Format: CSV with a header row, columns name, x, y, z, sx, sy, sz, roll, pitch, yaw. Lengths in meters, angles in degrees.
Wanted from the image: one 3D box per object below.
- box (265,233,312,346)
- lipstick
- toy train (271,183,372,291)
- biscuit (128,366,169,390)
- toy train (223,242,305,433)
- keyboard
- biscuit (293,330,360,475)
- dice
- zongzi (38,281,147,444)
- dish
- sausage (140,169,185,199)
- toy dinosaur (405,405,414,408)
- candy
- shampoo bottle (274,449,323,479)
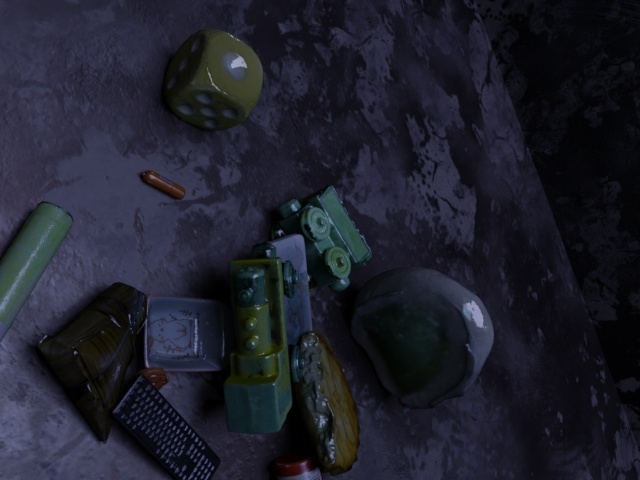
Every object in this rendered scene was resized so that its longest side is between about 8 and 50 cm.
name,x,y,z,sx,sy,sz,roll,pitch,yaw
box,-0.085,0.134,1.507,0.142,0.044,0.285,-21,113,-42
lipstick,-0.532,0.066,1.090,0.076,0.076,0.304,41,53,-32
toy train,0.000,0.000,1.619,0.272,0.159,0.188,58,41,-11
biscuit,-0.335,0.280,1.228,0.078,0.091,0.015,-3,46,-29
toy train,-0.127,0.194,1.331,0.237,0.150,0.369,-43,130,-77
keyboard,-0.295,0.390,1.237,0.101,0.018,0.310,-58,134,-37
biscuit,0.016,0.406,1.505,0.335,0.078,0.329,-75,142,-64
dice,-0.247,-0.367,1.445,0.169,0.169,0.166,26,60,-39
zongzi,-0.388,0.224,1.188,0.221,0.112,0.242,-53,134,-48
dish,-0.281,0.201,1.323,0.234,0.064,0.154,12,70,-43
sausage,-0.347,-0.125,1.373,0.107,0.031,0.031,30,58,-36
toy dinosaur,0.268,0.470,1.853,0.083,0.030,0.047,27,62,-40
candy,0.276,0.242,1.660,0.186,0.427,0.386,-28,86,-38
shampoo bottle,-0.028,0.633,1.436,0.104,0.104,0.278,-9,85,-48
